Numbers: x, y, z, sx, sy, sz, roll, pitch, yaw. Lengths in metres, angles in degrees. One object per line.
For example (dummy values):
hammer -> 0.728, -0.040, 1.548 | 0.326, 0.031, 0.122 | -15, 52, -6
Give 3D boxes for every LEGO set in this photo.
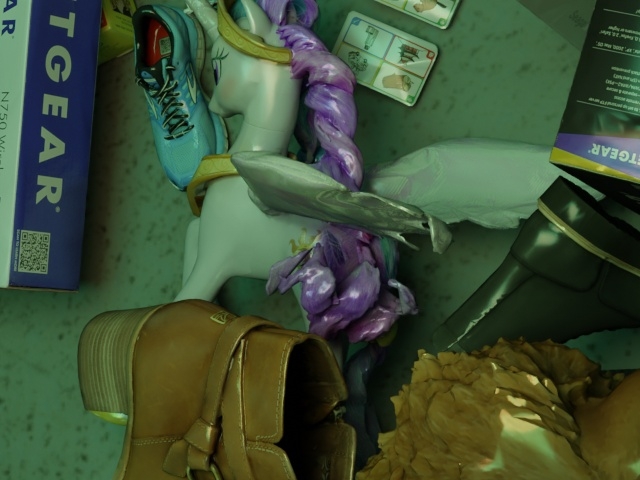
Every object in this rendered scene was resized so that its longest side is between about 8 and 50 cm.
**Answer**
LEGO set -> 0.001, -0.231, 1.546 | 0.244, 0.060, 0.182 | 24, 92, 9

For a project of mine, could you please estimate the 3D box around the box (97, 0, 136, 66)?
box -> -0.222, -0.256, 1.647 | 0.087, 0.058, 0.232 | -23, 73, 23

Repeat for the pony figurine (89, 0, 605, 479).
pony figurine -> 0.000, 0.000, 1.412 | 0.351, 0.303, 0.363 | 22, 106, 35

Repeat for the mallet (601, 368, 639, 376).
mallet -> 0.252, 0.088, 1.387 | 0.189, 0.039, 0.062 | 3, 82, 29

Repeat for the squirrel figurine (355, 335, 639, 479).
squirrel figurine -> 0.213, 0.157, 1.168 | 0.397, 0.370, 0.281 | 14, 97, 8

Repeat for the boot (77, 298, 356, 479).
boot -> -0.050, 0.175, 1.324 | 0.220, 0.109, 0.283 | 2, 104, 47

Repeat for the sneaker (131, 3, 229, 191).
sneaker -> -0.124, -0.115, 1.571 | 0.063, 0.073, 0.162 | -21, 73, 20

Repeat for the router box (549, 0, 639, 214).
router box -> 0.260, -0.130, 1.264 | 0.081, 0.309, 0.243 | 16, 89, 26

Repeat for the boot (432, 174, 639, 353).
boot -> 0.172, 0.051, 1.321 | 0.137, 0.198, 0.077 | -48, 38, 10

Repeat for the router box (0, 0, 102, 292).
router box -> -0.319, -0.132, 1.613 | 0.301, 0.082, 0.335 | 2, 87, 37

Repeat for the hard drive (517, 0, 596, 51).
hard drive -> 0.260, -0.263, 1.345 | 0.307, 0.203, 0.040 | -42, 67, 13
